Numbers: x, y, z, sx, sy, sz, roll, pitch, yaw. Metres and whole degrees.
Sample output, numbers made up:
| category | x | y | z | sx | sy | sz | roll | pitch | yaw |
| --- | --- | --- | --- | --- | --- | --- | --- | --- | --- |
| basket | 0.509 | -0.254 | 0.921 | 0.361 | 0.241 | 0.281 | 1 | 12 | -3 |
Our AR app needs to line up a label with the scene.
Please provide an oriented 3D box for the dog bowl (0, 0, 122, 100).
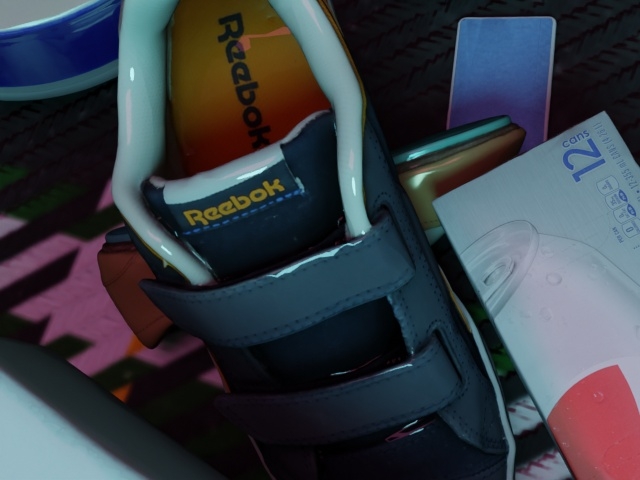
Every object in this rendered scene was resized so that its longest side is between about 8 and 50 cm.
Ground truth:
| category | x | y | z | sx | sy | sz | roll | pitch | yaw |
| --- | --- | --- | --- | --- | --- | --- | --- | --- | --- |
| dog bowl | -0.178 | -0.220 | 0.683 | 0.264 | 0.104 | 0.265 | 0 | 79 | 0 |

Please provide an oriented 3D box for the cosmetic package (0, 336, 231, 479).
| category | x | y | z | sx | sy | sz | roll | pitch | yaw |
| --- | --- | --- | --- | --- | --- | --- | --- | --- | --- |
| cosmetic package | -0.001 | 0.251 | 0.412 | 0.453 | 0.161 | 0.230 | 36 | 84 | 3 |

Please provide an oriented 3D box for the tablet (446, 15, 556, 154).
| category | x | y | z | sx | sy | sz | roll | pitch | yaw |
| --- | --- | --- | --- | --- | --- | --- | --- | --- | --- |
| tablet | 0.097 | -0.082 | 0.650 | 0.054 | 0.006 | 0.083 | 3 | 72 | 17 |

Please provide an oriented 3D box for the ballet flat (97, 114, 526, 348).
| category | x | y | z | sx | sy | sz | roll | pitch | yaw |
| --- | --- | --- | --- | --- | --- | --- | --- | --- | --- |
| ballet flat | 0.000 | 0.000 | 0.626 | 0.232 | 0.080 | 0.073 | -16 | 96 | 13 |

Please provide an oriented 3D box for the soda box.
| category | x | y | z | sx | sy | sz | roll | pitch | yaw |
| --- | --- | --- | --- | --- | --- | --- | --- | --- | --- |
| soda box | 0.155 | 0.092 | 0.527 | 0.091 | 0.098 | 0.286 | -28 | 68 | 6 |

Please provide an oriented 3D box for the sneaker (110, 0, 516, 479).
| category | x | y | z | sx | sy | sz | roll | pitch | yaw |
| --- | --- | --- | --- | --- | --- | --- | --- | --- | --- |
| sneaker | -0.009 | 0.018 | 0.526 | 0.126 | 0.127 | 0.321 | -22 | 94 | 12 |
